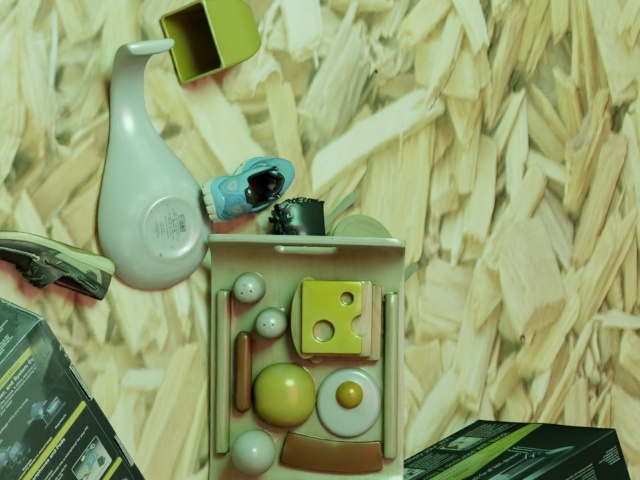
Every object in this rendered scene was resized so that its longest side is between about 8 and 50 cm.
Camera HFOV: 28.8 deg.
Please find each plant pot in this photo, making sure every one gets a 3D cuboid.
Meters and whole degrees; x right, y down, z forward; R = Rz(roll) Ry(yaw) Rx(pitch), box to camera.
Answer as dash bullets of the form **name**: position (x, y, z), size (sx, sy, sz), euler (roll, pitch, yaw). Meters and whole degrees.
- **plant pot**: position (-0.115, -0.231, 1.414), size (0.083, 0.081, 0.081), euler (-22, 98, -43)

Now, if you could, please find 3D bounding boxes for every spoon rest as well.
- **spoon rest**: position (-0.186, -0.081, 1.366), size (0.137, 0.084, 0.276), euler (-12, 106, -32)

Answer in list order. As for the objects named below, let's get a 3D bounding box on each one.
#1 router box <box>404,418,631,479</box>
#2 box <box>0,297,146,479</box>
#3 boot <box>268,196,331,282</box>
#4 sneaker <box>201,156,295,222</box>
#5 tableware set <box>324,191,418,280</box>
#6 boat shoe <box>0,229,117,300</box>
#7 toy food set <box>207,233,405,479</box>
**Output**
- **router box**: position (0.167, 0.306, 1.453), size (0.309, 0.243, 0.081), euler (-22, 98, -32)
- **box**: position (-0.338, 0.292, 1.114), size (0.395, 0.097, 0.318), euler (-54, 147, -28)
- **boot**: position (0.000, 0.000, 1.454), size (0.121, 0.045, 0.099), euler (-3, 75, -23)
- **sneaker**: position (-0.065, -0.058, 1.412), size (0.162, 0.073, 0.063), euler (-36, 114, -59)
- **tableware set**: position (0.015, 0.044, 1.496), size (0.128, 0.039, 0.194), euler (49, 56, -3)
- **boat shoe**: position (-0.283, 0.027, 1.295), size (0.152, 0.056, 0.049), euler (16, 72, -31)
- **toy food set**: position (-0.016, 0.147, 1.365), size (0.220, 0.092, 0.306), euler (1, 90, 2)
